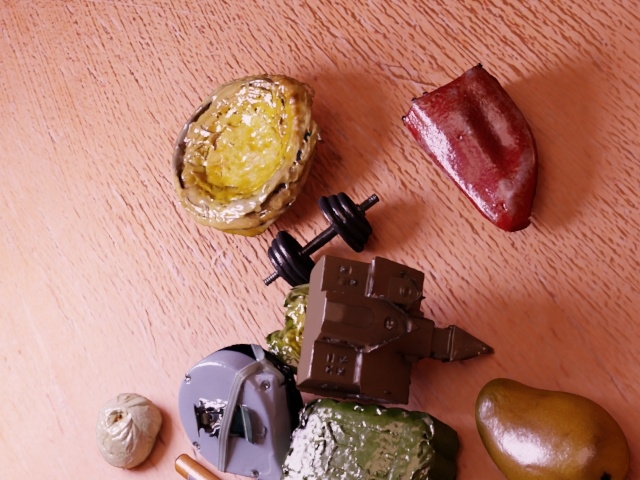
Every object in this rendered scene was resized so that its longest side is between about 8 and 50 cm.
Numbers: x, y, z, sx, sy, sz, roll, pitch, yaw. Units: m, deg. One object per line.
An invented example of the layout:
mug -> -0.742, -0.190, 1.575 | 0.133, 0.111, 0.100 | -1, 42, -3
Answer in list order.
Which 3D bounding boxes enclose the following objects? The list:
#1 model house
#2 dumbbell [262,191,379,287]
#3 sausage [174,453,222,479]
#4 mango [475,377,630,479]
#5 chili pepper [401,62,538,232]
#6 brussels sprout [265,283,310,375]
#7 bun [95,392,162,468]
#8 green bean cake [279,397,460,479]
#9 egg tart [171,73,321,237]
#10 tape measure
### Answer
model house -> 0.110, 0.120, 1.587 | 0.248, 0.176, 0.180 | 8, 79, -8
dumbbell -> 0.000, 0.000, 1.782 | 0.208, 0.099, 0.099 | -38, 52, 10
sausage -> -0.166, 0.342, 1.756 | 0.107, 0.031, 0.031 | 28, 83, 40
mango -> 0.274, 0.241, 1.488 | 0.227, 0.099, 0.136 | 27, 87, 47
chili pepper -> 0.235, -0.123, 1.704 | 0.144, 0.136, 0.252 | -16, 58, -28
brussels sprout -> 0.013, 0.134, 1.708 | 0.181, 0.100, 0.139 | 6, 66, 7
bun -> -0.295, 0.282, 1.846 | 0.115, 0.069, 0.115 | -15, 59, 28
green bean cake -> 0.060, 0.308, 1.578 | 0.214, 0.113, 0.200 | 7, 70, 34
egg tart -> -0.101, -0.135, 1.917 | 0.291, 0.107, 0.290 | -14, 64, 30
tape measure -> -0.108, 0.236, 1.689 | 0.181, 0.107, 0.182 | -5, 104, 35
